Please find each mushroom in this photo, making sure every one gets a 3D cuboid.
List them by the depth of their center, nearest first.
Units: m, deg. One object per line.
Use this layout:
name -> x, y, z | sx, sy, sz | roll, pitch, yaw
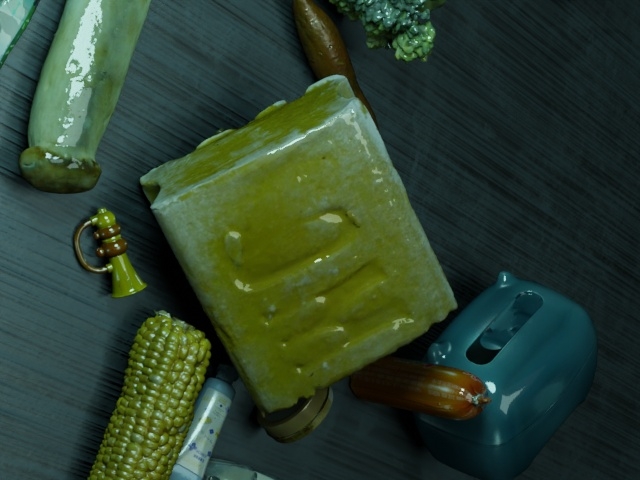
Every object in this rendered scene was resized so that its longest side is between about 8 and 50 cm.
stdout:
mushroom -> -0.269, -0.201, 1.713 | 0.100, 0.081, 0.312 | 27, 72, -44

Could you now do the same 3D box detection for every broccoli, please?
broccoli -> 0.123, -0.366, 1.974 | 0.263, 0.247, 0.243 | 62, 8, 17

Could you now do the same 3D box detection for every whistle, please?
whistle -> -0.256, 0.016, 1.781 | 0.046, 0.057, 0.109 | -81, 149, -74

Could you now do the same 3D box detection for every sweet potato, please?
sweet potato -> 0.020, -0.224, 1.991 | 0.057, 0.057, 0.265 | -46, 127, -29

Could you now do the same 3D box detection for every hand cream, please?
hand cream -> -0.148, 0.235, 1.876 | 0.065, 0.043, 0.171 | 33, 60, -16

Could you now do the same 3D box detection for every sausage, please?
sausage -> 0.143, 0.201, 2.024 | 0.071, 0.234, 0.071 | -4, 97, -42

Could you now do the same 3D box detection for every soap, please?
soap -> -0.023, 0.007, 1.844 | 0.293, 0.156, 0.335 | -25, 115, 0

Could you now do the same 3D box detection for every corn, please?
corn -> -0.215, 0.242, 1.796 | 0.102, 0.102, 0.313 | 25, 80, -41

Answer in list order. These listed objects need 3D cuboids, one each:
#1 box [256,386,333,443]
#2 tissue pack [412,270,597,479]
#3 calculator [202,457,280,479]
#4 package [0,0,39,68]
box -> -0.034, 0.215, 1.950 | 0.037, 0.105, 0.105 | 48, 63, -28
tissue pack -> 0.267, 0.188, 2.152 | 0.287, 0.198, 0.206 | -42, 137, -31
calculator -> -0.140, 0.371, 1.914 | 0.268, 0.040, 0.177 | 23, 78, -41
package -> -0.383, -0.276, 1.625 | 0.166, 0.040, 0.232 | 40, 69, -38
